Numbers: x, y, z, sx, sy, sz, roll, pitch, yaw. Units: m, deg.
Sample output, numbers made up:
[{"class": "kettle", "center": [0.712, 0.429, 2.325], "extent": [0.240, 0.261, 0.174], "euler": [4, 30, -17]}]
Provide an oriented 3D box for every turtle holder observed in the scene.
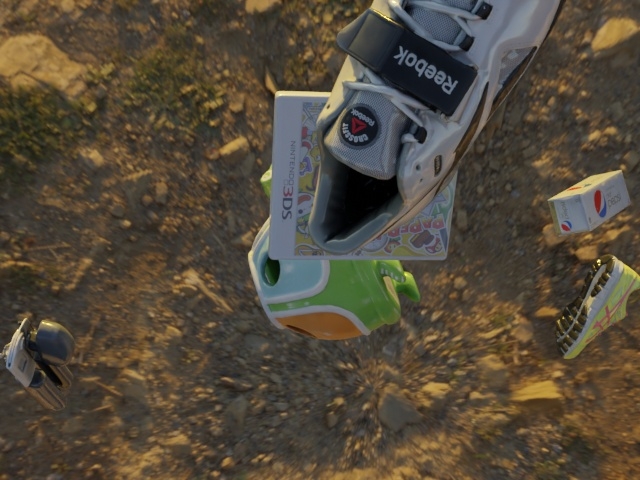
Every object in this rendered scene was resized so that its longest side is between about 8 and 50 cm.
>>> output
[{"class": "turtle holder", "center": [0.000, 0.007, 1.397], "extent": [0.227, 0.243, 0.320], "euler": [-23, 91, 9]}]

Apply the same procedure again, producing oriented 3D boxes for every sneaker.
[{"class": "sneaker", "center": [0.492, 0.131, 1.540], "extent": [0.094, 0.081, 0.209], "euler": [20, 114, -17]}, {"class": "sneaker", "center": [0.072, -0.113, 0.622], "extent": [0.122, 0.331, 0.146], "euler": [30, 43, 14]}]

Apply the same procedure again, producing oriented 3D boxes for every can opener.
[{"class": "can opener", "center": [-0.400, 0.190, 1.279], "extent": [0.093, 0.280, 0.074], "euler": [13, 65, -2]}]

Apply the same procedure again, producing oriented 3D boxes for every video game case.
[{"class": "video game case", "center": [0.054, -0.074, 1.060], "extent": [0.226, 0.026, 0.206], "euler": [0, 112, -9]}]

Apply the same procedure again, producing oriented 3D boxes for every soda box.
[{"class": "soda box", "center": [0.509, -0.072, 1.651], "extent": [0.069, 0.216, 0.074], "euler": [-12, 97, 40]}]
